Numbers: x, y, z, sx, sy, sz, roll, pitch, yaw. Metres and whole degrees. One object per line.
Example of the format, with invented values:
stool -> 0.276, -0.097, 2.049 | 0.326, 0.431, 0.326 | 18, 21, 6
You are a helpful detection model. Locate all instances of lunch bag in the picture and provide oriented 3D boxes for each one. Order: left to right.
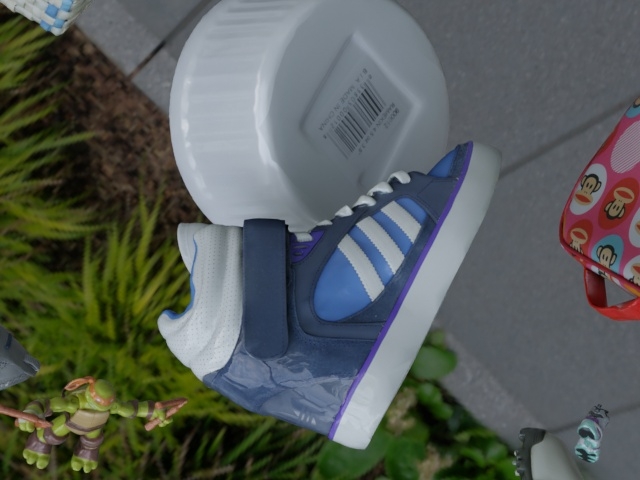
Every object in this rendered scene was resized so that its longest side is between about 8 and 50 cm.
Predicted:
lunch bag -> 0.382, -0.024, 1.185 | 0.120, 0.293, 0.258 | 27, 99, -20

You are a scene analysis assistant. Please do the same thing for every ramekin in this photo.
ramekin -> 0.001, -0.123, 1.091 | 0.135, 0.277, 0.277 | 4, 134, 51

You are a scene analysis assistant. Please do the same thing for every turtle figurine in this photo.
turtle figurine -> -0.336, 0.241, 1.499 | 0.269, 0.087, 0.217 | 1, 147, -33

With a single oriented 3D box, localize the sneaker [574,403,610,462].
sneaker -> 0.403, 0.277, 1.599 | 0.038, 0.069, 0.098 | 24, 145, 24

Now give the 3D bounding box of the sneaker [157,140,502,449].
sneaker -> 0.000, 0.001, 0.950 | 0.236, 0.323, 0.130 | 26, 154, 7

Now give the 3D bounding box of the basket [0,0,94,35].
basket -> -0.396, -0.431, 1.447 | 0.289, 0.255, 0.201 | 43, 158, -12

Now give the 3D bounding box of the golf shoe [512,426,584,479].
golf shoe -> 0.225, 0.255, 0.850 | 0.120, 0.273, 0.105 | -17, 131, 6

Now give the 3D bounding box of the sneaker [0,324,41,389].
sneaker -> -0.409, 0.184, 1.152 | 0.115, 0.105, 0.281 | 39, 120, -22
